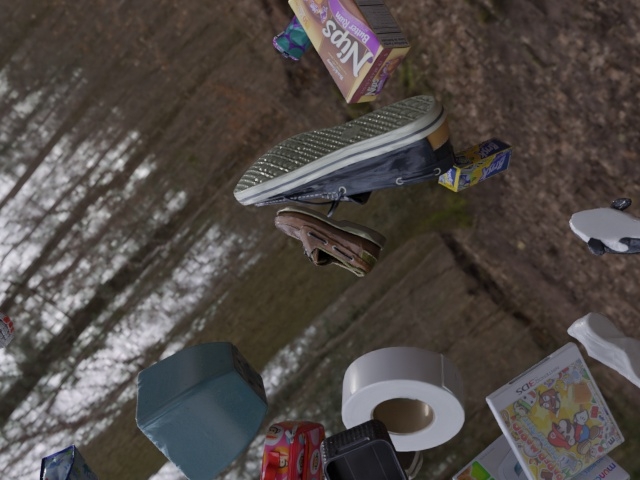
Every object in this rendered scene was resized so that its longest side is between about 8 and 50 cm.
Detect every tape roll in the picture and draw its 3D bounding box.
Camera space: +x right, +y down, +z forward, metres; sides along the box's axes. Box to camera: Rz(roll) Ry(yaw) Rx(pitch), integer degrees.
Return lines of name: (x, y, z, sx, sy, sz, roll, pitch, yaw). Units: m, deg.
tape roll: (0.192, 0.370, 2.035, 0.286, 0.286, 0.100, 37, -144, -26)

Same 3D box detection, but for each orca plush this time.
orca plush: (0.718, -0.015, 2.015, 0.287, 0.151, 0.102, -9, 142, 42)

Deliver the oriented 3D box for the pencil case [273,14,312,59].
pencil case: (-0.033, -0.438, 1.767, 0.070, 0.151, 0.064, 29, -166, -28)

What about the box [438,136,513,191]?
box: (0.325, -0.160, 1.833, 0.169, 0.059, 0.054, -24, -136, -34)

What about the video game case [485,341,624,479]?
video game case: (0.451, 0.342, 1.674, 0.227, 0.206, 0.026, 61, 169, -10)

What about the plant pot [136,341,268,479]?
plant pot: (-0.270, 0.393, 2.133, 0.247, 0.252, 0.248, 54, -175, -23)

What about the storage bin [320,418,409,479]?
storage bin: (0.085, 0.414, 1.497, 0.084, 0.122, 0.180, -107, -6, -76)

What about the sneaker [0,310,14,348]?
sneaker: (-0.677, 0.154, 1.777, 0.065, 0.061, 0.158, 24, 144, 37)

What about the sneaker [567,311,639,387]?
sneaker: (0.600, 0.232, 1.792, 0.212, 0.080, 0.094, 43, 147, -2)

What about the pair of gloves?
pair of gloves: (0.157, 0.553, 2.297, 0.204, 0.240, 0.042, -64, -35, -45)

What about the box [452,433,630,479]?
box: (0.442, 0.498, 1.763, 0.231, 0.262, 0.127, 45, 166, 38)

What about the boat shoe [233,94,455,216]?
boat shoe: (0.041, -0.141, 1.761, 0.156, 0.500, 0.187, 57, -147, -28)

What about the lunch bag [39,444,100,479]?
lunch bag: (-0.510, 0.518, 1.780, 0.151, 0.096, 0.129, -116, 0, -60)

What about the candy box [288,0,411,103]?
candy box: (0.035, -0.288, 1.162, 0.053, 0.109, 0.186, -12, -115, -34)

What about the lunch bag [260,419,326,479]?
lunch bag: (-0.080, 0.600, 2.194, 0.120, 0.293, 0.258, 2, 175, 20)

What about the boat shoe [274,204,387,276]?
boat shoe: (0.000, 0.000, 1.985, 0.307, 0.104, 0.111, 15, 166, 41)
